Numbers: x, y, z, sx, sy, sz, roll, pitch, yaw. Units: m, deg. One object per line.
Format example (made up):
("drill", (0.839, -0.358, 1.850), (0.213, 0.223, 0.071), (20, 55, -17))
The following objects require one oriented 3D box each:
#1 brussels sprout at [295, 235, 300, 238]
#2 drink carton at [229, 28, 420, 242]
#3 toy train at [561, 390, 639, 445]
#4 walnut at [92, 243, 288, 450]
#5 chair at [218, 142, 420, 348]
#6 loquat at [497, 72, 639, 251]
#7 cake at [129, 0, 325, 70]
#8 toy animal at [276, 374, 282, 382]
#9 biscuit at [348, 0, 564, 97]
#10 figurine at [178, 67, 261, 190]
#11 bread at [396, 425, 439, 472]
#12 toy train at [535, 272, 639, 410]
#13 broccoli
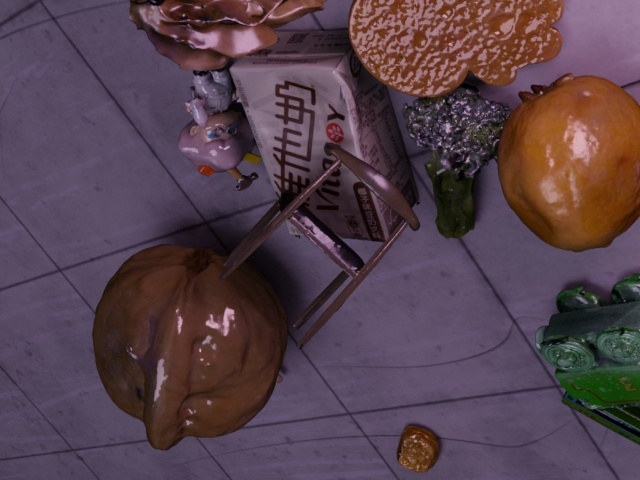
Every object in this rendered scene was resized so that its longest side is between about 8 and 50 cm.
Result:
("brussels sprout", (-0.019, -0.023, 2.040), (0.083, 0.046, 0.051), (5, 124, 34))
("drink carton", (0.011, -0.157, 1.830), (0.194, 0.132, 0.324), (4, 129, 31))
("toy train", (0.510, 0.297, 1.968), (0.209, 0.044, 0.042), (28, 138, 10))
("walnut", (-0.237, 0.192, 2.170), (0.384, 0.383, 0.383), (20, 137, 20))
("chair", (0.000, 0.000, 1.773), (0.188, 0.272, 0.166), (43, -176, -8))
("loquat", (0.347, -0.103, 1.571), (0.238, 0.238, 0.193), (50, 159, -15))
("cake", (-0.136, -0.399, 1.524), (0.333, 0.321, 0.332), (10, 135, 11))
("toy animal", (-0.143, 0.260, 2.374), (0.150, 0.083, 0.089), (13, 132, 48))
("biscuit", (0.182, -0.291, 1.587), (0.289, 0.044, 0.202), (-5, 121, 11))
("figurine", (-0.173, -0.189, 1.945), (0.112, 0.137, 0.229), (44, 149, 46))
("bread", (0.191, 0.411, 2.303), (0.083, 0.044, 0.110), (23, 135, 14))
("toy train", (0.462, 0.164, 1.818), (0.243, 0.132, 0.188), (-12, 128, 42))
("broccoli", (0.205, -0.101, 1.758), (0.165, 0.145, 0.304), (25, 151, 20))
